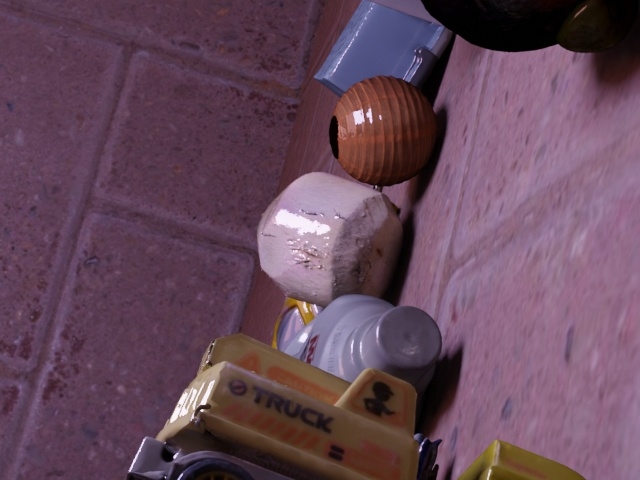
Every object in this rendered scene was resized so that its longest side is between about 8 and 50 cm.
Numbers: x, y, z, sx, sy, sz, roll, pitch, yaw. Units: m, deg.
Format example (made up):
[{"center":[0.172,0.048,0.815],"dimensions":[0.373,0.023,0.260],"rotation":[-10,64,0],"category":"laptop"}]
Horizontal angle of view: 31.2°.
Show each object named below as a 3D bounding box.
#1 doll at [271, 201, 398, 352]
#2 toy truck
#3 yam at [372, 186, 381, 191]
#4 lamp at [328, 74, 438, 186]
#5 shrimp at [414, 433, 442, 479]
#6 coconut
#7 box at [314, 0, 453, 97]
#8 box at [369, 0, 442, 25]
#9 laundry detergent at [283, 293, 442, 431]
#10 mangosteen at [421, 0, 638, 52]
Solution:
[{"center":[0.015,0.085,1.504],"dimensions":[0.103,0.146,0.316],"rotation":[14,-80,-65],"category":"doll"},{"center":[0.030,0.153,0.644],"dimensions":[0.124,0.272,0.157],"rotation":[116,174,-52],"category":"toy truck"},{"center":[0.078,-0.063,1.641],"dimensions":[0.014,0.014,0.107],"rotation":[143,143,-77],"category":"yam"},{"center":[0.076,-0.131,1.374],"dimensions":[0.136,0.136,0.136],"rotation":[-164,90,-82],"category":"lamp"},{"center":[0.019,0.295,0.907],"dimensions":[0.062,0.164,0.316],"rotation":[7,69,38],"category":"shrimp"},{"center":[0.000,0.000,1.379],"dimensions":[0.171,0.183,0.170],"rotation":[-43,-39,-48],"category":"coconut"},{"center":[0.083,-0.238,1.537],"dimensions":[0.162,0.130,0.227],"rotation":[-58,10,5],"category":"box"},{"center":[0.076,-0.356,1.193],"dimensions":[0.200,0.300,0.106],"rotation":[114,170,-46],"category":"box"},{"center":[0.026,0.156,1.188],"dimensions":[0.398,0.125,0.264],"rotation":[121,164,-59],"category":"laundry detergent"},{"center":[0.161,-0.241,0.816],"dimensions":[0.216,0.216,0.216],"rotation":[-164,90,-82],"category":"mangosteen"}]
